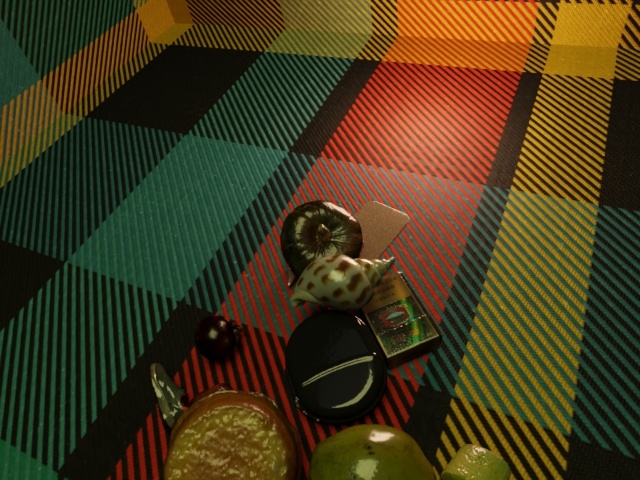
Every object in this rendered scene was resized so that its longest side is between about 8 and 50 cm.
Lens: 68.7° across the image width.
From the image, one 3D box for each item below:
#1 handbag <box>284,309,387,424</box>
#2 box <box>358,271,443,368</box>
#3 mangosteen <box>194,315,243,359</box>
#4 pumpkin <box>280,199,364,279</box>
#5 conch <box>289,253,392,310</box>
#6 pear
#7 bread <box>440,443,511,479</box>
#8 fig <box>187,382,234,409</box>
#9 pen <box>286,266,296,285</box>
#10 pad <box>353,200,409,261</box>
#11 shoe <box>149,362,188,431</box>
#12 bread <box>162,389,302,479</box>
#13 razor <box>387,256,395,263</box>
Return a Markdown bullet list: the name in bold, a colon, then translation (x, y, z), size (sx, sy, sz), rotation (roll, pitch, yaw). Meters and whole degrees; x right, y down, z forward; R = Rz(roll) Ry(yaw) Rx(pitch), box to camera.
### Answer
- **handbag**: translation (0.032, 0.318, 1.205), size (0.253, 0.093, 0.308), rotation (-23, 48, -3)
- **box**: translation (0.204, 0.212, 1.286), size (0.159, 0.071, 0.240), rotation (-20, 48, -9)
- **mangosteen**: translation (-0.282, 0.269, 1.314), size (0.139, 0.140, 0.140), rotation (-6, 48, 7)
- **pumpkin**: translation (0.001, -0.001, 1.404), size (0.260, 0.189, 0.261), rotation (4, 69, -11)
- **conch**: translation (0.056, 0.111, 1.258), size (0.274, 0.183, 0.149), rotation (1, 91, -2)
- **pear**: translation (0.105, 0.491, 0.971), size (0.268, 0.213, 0.213), rotation (10, 52, 12)
- **bread**: translation (0.329, 0.503, 0.987), size (0.129, 0.111, 0.114), rotation (28, 52, 26)
- **fig**: translation (-0.252, 0.424, 1.171), size (0.150, 0.128, 0.128), rotation (27, 56, 2)
- **pen**: translation (-0.070, 0.068, 1.495), size (0.053, 0.032, 0.197), rotation (7, 50, 17)
- **pad**: translation (0.159, -0.026, 1.548), size (0.176, 0.002, 0.266), rotation (27, 59, 31)
- **shoe**: translation (-0.401, 0.407, 1.249), size (0.077, 0.074, 0.194), rotation (-17, 50, -19)
- **bread**: translation (-0.188, 0.480, 1.021), size (0.311, 0.172, 0.313), rotation (2, 73, -5)
- **razor**: translation (0.178, 0.091, 1.423), size (0.135, 0.040, 0.068), rotation (-37, 53, -26)
